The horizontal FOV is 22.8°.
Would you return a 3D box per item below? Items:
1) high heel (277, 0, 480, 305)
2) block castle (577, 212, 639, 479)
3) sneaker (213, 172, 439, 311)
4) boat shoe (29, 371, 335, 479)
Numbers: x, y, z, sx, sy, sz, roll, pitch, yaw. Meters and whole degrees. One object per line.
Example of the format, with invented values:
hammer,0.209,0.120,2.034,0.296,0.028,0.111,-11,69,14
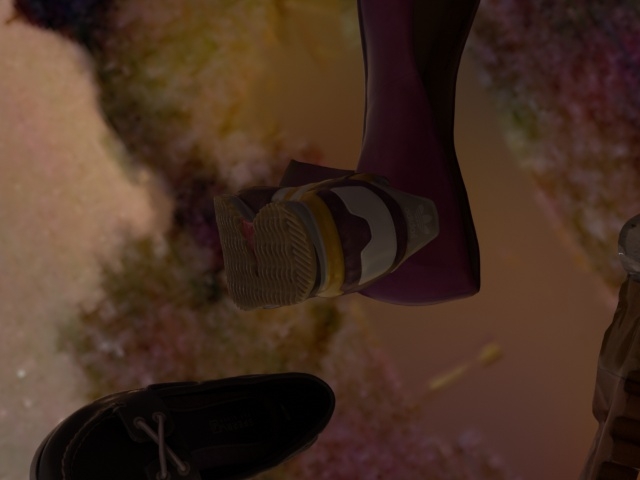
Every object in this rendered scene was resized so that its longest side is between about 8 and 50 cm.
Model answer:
high heel,0.104,-0.124,1.193,0.181,0.377,0.127,12,164,35
block castle,0.357,0.170,0.876,0.453,0.303,0.213,18,-178,-18
sneaker,0.000,0.000,0.841,0.185,0.084,0.069,-168,67,-72
boat shoe,-0.105,0.161,1.328,0.335,0.095,0.112,-8,-110,-59
